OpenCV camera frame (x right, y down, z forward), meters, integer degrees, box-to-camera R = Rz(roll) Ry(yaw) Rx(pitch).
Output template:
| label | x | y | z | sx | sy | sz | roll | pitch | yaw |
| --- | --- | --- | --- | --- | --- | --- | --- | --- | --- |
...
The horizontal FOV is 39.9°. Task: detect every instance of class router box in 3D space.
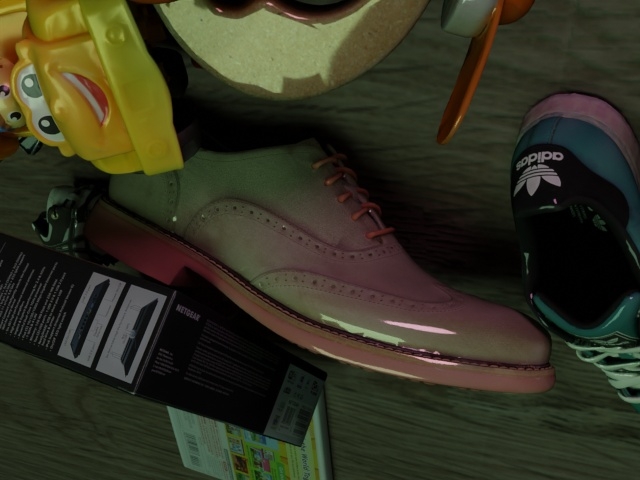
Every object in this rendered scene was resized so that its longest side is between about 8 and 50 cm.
| label | x | y | z | sx | sy | sz | roll | pitch | yaw |
| --- | --- | --- | --- | --- | --- | --- | --- | --- | --- |
| router box | -0.161 | 0.088 | 0.774 | 0.243 | 0.081 | 0.309 | 15 | 167 | 25 |

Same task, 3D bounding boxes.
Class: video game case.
| label | x | y | z | sx | sy | sz | roll | pitch | yaw |
| --- | --- | --- | --- | --- | --- | --- | --- | --- | --- |
| video game case | -0.086 | 0.222 | 1.036 | 0.206 | 0.026 | 0.227 | 13 | 133 | 20 |

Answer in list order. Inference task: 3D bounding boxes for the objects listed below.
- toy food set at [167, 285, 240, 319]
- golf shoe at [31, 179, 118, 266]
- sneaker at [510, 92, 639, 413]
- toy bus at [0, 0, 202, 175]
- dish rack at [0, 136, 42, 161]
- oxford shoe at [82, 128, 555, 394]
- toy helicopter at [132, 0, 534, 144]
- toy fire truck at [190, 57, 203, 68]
| label | x | y | z | sx | sy | sz | roll | pitch | yaw |
| --- | --- | --- | --- | --- | --- | --- | --- | --- | --- |
| toy food set | -0.121 | 0.054 | 0.905 | 0.083 | 0.020 | 0.082 | -13 | 121 | 38 |
| golf shoe | -0.221 | -0.021 | 0.854 | 0.094 | 0.077 | 0.198 | 46 | 135 | -13 |
| sneaker | 0.209 | 0.050 | 0.632 | 0.108 | 0.121 | 0.302 | -14 | 121 | 39 |
| toy bus | -0.202 | -0.123 | 0.594 | 0.212 | 0.220 | 0.149 | -17 | 126 | -7 |
| dish rack | -0.326 | -0.120 | 0.692 | 0.074 | 0.271 | 0.208 | -37 | 108 | 26 |
| oxford shoe | 0.000 | 0.000 | 0.678 | 0.397 | 0.140 | 0.146 | 21 | 93 | 16 |
| toy helicopter | 0.059 | -0.210 | 0.445 | 0.235 | 0.140 | 0.355 | 40 | 114 | -14 |
| toy fire truck | -0.042 | -0.202 | 0.604 | 0.135 | 0.047 | 0.192 | 10 | 134 | 21 |
